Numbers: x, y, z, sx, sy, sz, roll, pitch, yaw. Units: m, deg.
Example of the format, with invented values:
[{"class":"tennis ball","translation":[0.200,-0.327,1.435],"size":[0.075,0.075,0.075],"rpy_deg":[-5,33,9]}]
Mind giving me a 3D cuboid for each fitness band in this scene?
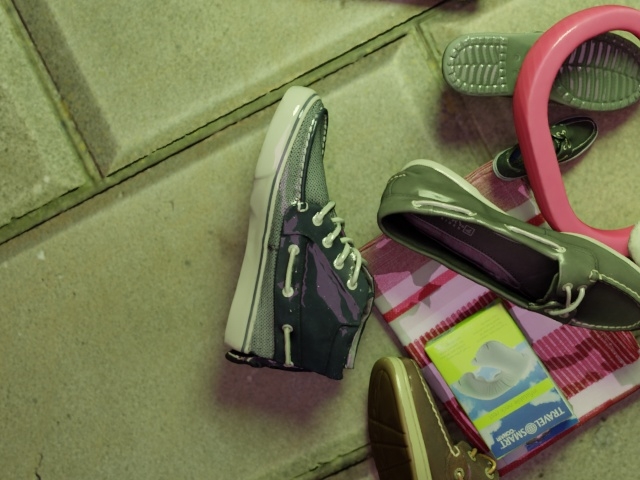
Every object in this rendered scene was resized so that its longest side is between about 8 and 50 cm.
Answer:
[{"class":"fitness band","translation":[0.328,-0.117,1.194],"size":[0.209,0.054,0.291],"rpy_deg":[-24,113,-6]}]

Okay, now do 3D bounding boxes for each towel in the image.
[{"class":"towel","translation":[0.215,0.092,1.283],"size":[0.237,0.037,0.329],"rpy_deg":[-35,90,9]}]

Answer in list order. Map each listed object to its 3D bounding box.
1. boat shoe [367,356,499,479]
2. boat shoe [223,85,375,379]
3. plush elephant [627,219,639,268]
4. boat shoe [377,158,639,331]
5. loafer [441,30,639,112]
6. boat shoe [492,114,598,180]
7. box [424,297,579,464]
[{"class":"boat shoe","translation":[0.153,0.294,1.280],"size":[0.123,0.123,0.342],"rpy_deg":[-16,87,-20]},{"class":"boat shoe","translation":[0.000,0.000,1.253],"size":[0.158,0.127,0.341],"rpy_deg":[15,105,14]},{"class":"plush elephant","translation":[0.485,-0.008,1.120],"size":[0.255,0.330,0.272],"rpy_deg":[37,93,14]},{"class":"boat shoe","translation":[0.214,0.027,1.192],"size":[0.335,0.095,0.112],"rpy_deg":[29,134,8]},{"class":"loafer","translation":[0.254,-0.203,1.229],"size":[0.251,0.087,0.094],"rpy_deg":[6,103,-11]},{"class":"boat shoe","translation":[0.266,-0.107,1.237],"size":[0.142,0.040,0.049],"rpy_deg":[-26,89,-13]},{"class":"box","translation":[0.214,0.171,1.256],"size":[0.109,0.042,0.178],"rpy_deg":[-33,91,11]}]
